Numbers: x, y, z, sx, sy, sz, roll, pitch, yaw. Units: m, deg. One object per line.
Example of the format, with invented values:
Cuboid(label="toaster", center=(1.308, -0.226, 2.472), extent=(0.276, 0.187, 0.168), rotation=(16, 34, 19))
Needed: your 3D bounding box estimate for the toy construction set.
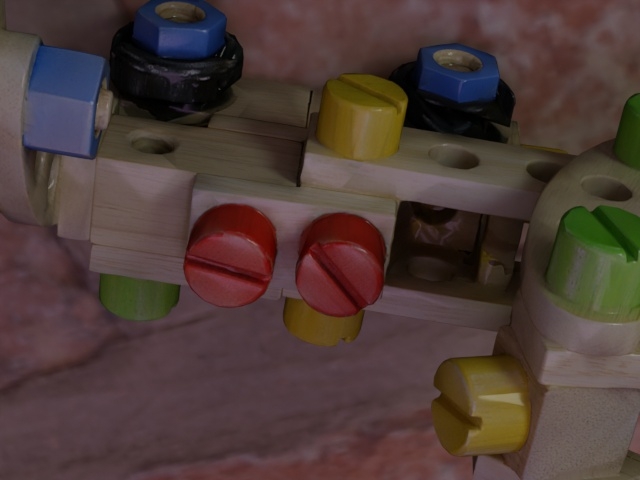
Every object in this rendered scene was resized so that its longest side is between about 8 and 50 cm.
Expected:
Cuboid(label="toy construction set", center=(0.000, 0.000, 0.513), extent=(0.327, 0.215, 0.151), rotation=(22, 120, -9))
